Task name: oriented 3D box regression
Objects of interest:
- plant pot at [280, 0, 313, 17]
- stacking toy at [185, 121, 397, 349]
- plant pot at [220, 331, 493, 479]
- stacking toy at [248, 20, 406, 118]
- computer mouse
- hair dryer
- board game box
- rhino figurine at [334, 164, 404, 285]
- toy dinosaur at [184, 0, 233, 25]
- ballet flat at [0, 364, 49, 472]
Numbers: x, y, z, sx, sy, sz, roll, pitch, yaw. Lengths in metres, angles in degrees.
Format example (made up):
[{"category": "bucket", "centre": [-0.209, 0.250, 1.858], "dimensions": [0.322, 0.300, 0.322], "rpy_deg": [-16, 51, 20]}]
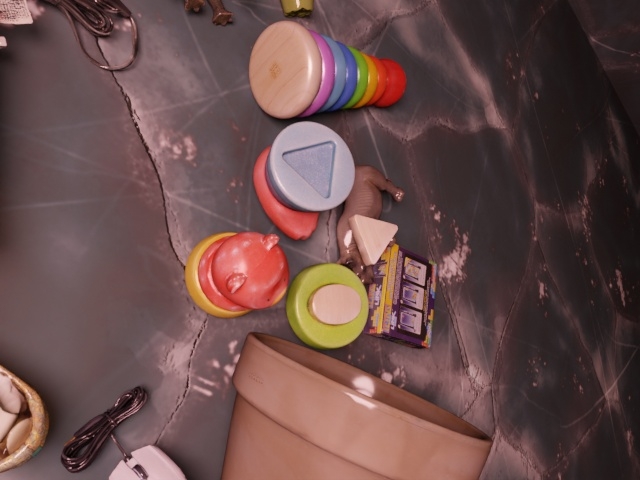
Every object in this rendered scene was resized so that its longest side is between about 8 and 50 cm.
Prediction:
[{"category": "plant pot", "centre": [-0.042, -0.431, 0.821], "dimensions": [0.083, 0.083, 0.079], "rpy_deg": [-20, 106, -42]}, {"category": "stacking toy", "centre": [0.000, 0.000, 0.677], "dimensions": [0.280, 0.130, 0.308], "rpy_deg": [33, 67, -18]}, {"category": "plant pot", "centre": [0.004, 0.301, 0.583], "dimensions": [0.323, 0.323, 0.280], "rpy_deg": [30, 79, -34]}, {"category": "stacking toy", "centre": [0.038, -0.280, 0.835], "dimensions": [0.330, 0.141, 0.141], "rpy_deg": [-14, 91, -49]}, {"category": "computer mouse", "centre": [-0.187, 0.263, 0.522], "dimensions": [0.193, 0.042, 0.106], "rpy_deg": [47, 49, 9]}, {"category": "hair dryer", "centre": [-0.352, -0.338, 0.544], "dimensions": [0.224, 0.080, 0.293], "rpy_deg": [-28, 107, -55]}, {"category": "board game box", "centre": [0.153, 0.106, 0.897], "dimensions": [0.141, 0.048, 0.170], "rpy_deg": [23, 67, -34]}, {"category": "rhino figurine", "centre": [0.075, -0.023, 0.838], "dimensions": [0.106, 0.073, 0.243], "rpy_deg": [24, 68, -31]}, {"category": "toy dinosaur", "centre": [-0.183, -0.418, 0.685], "dimensions": [0.314, 0.121, 0.160], "rpy_deg": [-12, 78, -38]}, {"category": "ballet flat", "centre": [-0.381, 0.094, 0.384], "dimensions": [0.348, 0.123, 0.123], "rpy_deg": [43, 56, -27]}]
